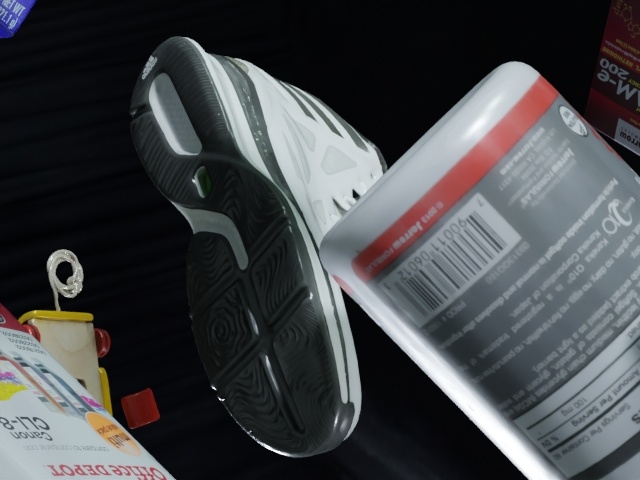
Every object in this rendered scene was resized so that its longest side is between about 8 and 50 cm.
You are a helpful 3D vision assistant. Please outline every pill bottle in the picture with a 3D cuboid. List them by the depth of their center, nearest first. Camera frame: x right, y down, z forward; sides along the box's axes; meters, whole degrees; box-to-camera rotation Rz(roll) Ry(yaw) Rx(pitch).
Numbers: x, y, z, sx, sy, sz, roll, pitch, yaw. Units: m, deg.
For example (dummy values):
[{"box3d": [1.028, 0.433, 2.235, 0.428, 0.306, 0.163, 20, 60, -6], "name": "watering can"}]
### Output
[{"box3d": [0.191, 0.066, 1.053, 0.363, 0.210, 0.210, 46, -33, -2], "name": "pill bottle"}]

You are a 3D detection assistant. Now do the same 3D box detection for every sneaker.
[{"box3d": [0.000, -0.001, 1.397, 0.169, 0.257, 0.447, -46, -128, 35], "name": "sneaker"}]

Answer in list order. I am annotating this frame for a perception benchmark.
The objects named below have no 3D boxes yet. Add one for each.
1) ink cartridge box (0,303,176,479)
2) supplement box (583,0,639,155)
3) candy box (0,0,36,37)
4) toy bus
[{"box3d": [-0.180, 0.119, 0.714, 0.176, 0.128, 0.127, 40, -81, 24], "name": "ink cartridge box"}, {"box3d": [0.407, -0.230, 1.760, 0.130, 0.073, 0.239, 40, -48, 45], "name": "supplement box"}, {"box3d": [-0.319, -0.385, 1.323, 0.122, 0.268, 0.317, 9, -112, 59], "name": "candy box"}, {"box3d": [-0.257, 0.146, 1.340, 0.104, 0.202, 0.191, -19, -62, 34], "name": "toy bus"}]
